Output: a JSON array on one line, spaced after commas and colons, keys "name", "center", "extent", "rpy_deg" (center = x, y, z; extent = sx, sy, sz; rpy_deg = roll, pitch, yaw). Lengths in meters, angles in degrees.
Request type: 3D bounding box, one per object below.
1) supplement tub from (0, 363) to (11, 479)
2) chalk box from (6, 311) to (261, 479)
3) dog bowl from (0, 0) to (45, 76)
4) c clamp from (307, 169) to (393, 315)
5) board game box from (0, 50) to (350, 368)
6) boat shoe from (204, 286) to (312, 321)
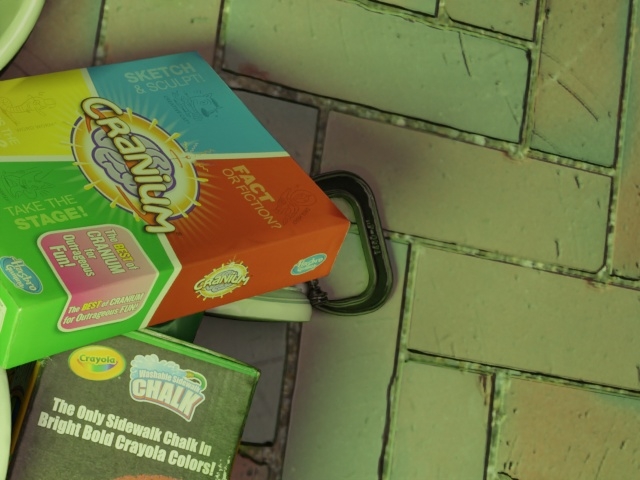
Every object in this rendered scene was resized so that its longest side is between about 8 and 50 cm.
[{"name": "supplement tub", "center": [-0.378, 0.134, 1.066], "extent": [0.272, 0.191, 0.191], "rpy_deg": [4, 82, -34]}, {"name": "chalk box", "center": [-0.174, 0.159, 1.236], "extent": [0.180, 0.179, 0.289], "rpy_deg": [21, 75, -18]}, {"name": "dog bowl", "center": [-0.372, -0.250, 1.207], "extent": [0.348, 0.102, 0.349], "rpy_deg": [-4, 99, -25]}, {"name": "c clamp", "center": [0.000, 0.000, 1.416], "extent": [0.137, 0.022, 0.161], "rpy_deg": [-19, 89, -29]}, {"name": "board game box", "center": [-0.169, -0.039, 1.212], "extent": [0.316, 0.064, 0.242], "rpy_deg": [-16, 53, -40]}, {"name": "boat shoe", "center": [-0.110, 0.023, 1.332], "extent": [0.227, 0.079, 0.081], "rpy_deg": [12, 83, -18]}]
